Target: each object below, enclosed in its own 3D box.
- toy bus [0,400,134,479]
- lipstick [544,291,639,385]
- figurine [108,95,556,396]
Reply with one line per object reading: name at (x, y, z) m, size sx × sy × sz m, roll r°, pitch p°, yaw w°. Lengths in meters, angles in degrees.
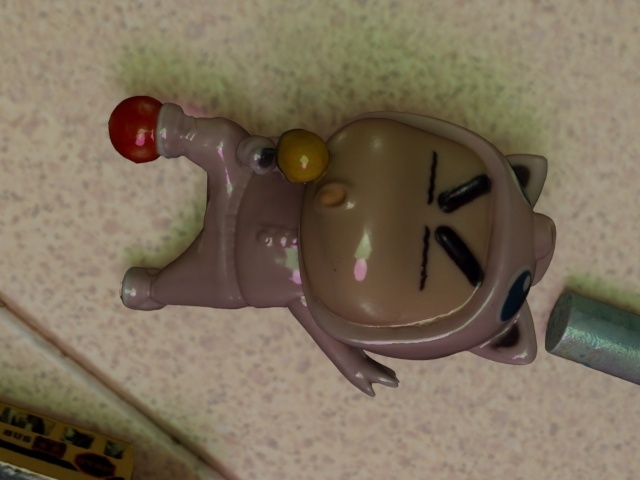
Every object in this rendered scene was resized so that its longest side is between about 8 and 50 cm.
toy bus at (-0.239, 0.176, 0.836) m, size 0.335 × 0.123 × 0.121 m, roll 19°, pitch 106°, yaw -6°
lipstick at (0.237, 0.082, 0.841) m, size 0.158 × 0.048 × 0.048 m, roll 19°, pitch 107°, yaw -6°
figurine at (0.000, 0.000, 0.757) m, size 0.287 × 0.186 × 0.176 m, roll 11°, pitch 83°, yaw 14°
